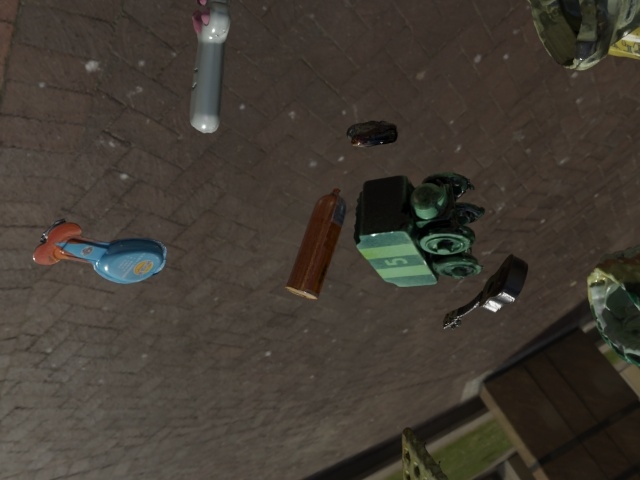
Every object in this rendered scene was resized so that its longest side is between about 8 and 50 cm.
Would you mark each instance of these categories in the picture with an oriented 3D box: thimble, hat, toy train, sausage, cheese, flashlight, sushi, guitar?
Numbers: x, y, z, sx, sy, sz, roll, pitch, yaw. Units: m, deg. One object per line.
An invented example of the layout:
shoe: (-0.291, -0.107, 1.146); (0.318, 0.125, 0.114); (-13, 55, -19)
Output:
thimble: (0.787, 0.156, 1.329); (0.168, 0.288, 0.254); (-16, 168, -5)
hat: (0.189, -0.212, 0.406); (0.081, 0.166, 0.122); (-3, 135, -30)
toy train: (0.201, -0.020, 1.096); (0.238, 0.166, 0.299); (-7, 150, 23)
sausage: (0.000, 0.000, 1.112); (0.071, 0.071, 0.234); (41, 65, -58)
cheese: (-0.346, 0.023, 0.896); (0.106, 0.037, 0.256); (-47, 151, 9)
flashlight: (-0.164, -0.257, 0.793); (0.048, 0.093, 0.200); (1, 110, -25)
sushi: (0.085, -0.161, 0.862); (0.083, 0.046, 0.044); (-12, 123, -18)
guitar: (0.298, 0.115, 1.018); (0.083, 0.038, 0.271); (-60, 178, -31)

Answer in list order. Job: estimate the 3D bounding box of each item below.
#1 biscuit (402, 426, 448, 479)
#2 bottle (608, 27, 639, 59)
biscuit: (0.120, 0.277, 0.470); (0.016, 0.231, 0.139); (-9, 109, -13)
bottle: (0.621, -0.361, 0.892); (0.172, 0.351, 0.171); (-9, 121, -15)
